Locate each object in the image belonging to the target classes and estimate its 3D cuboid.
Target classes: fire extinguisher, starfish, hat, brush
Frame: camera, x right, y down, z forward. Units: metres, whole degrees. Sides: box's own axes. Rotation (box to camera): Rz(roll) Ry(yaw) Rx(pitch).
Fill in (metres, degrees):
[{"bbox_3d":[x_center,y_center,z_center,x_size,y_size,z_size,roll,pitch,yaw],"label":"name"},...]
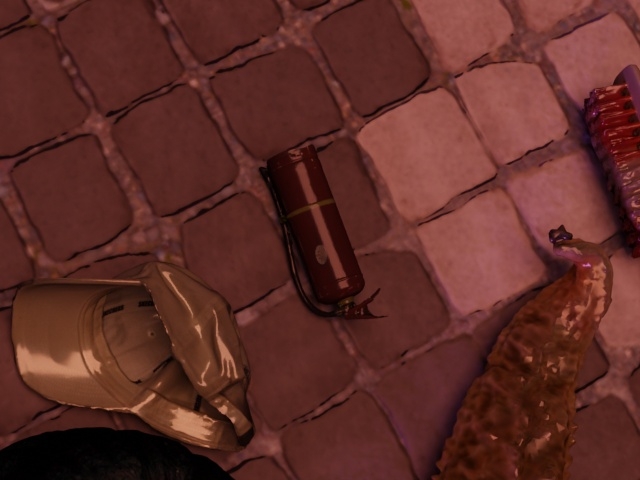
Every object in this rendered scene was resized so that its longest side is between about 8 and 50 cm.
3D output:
[{"bbox_3d":[0.000,0.000,1.121,0.056,0.039,0.132,-21,83,13],"label":"fire extinguisher"},{"bbox_3d":[0.171,0.240,1.069,0.324,0.082,0.432,36,69,8],"label":"starfish"},{"bbox_3d":[-0.121,0.071,1.059,0.166,0.081,0.122,4,115,-1],"label":"hat"},{"bbox_3d":[0.260,0.028,1.166,0.050,0.060,0.321,-16,74,-8],"label":"brush"}]

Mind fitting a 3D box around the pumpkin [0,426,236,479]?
[{"bbox_3d":[-0.109,0.215,0.920,0.248,0.248,0.248,4,76,-16],"label":"pumpkin"}]
